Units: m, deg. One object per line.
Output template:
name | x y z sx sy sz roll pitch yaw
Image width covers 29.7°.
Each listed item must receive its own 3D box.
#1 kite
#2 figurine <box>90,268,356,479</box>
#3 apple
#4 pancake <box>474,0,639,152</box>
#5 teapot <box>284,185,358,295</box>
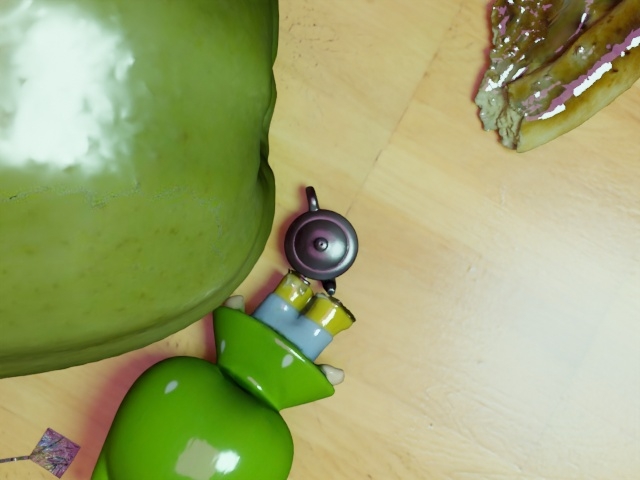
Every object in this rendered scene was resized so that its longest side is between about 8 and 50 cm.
kite | -0.260 0.192 1.107 0.078 0.002 0.044 12 89 1
figurine | -0.080 0.146 1.042 0.162 0.143 0.263 37 78 5
apple | -0.242 -0.114 0.899 0.474 0.473 0.473 0 89 1
pancake | 0.209 -0.238 1.075 0.266 0.057 0.244 -38 88 1
teapot | 0.000 0.000 1.082 0.068 0.045 0.100 -12 90 0
